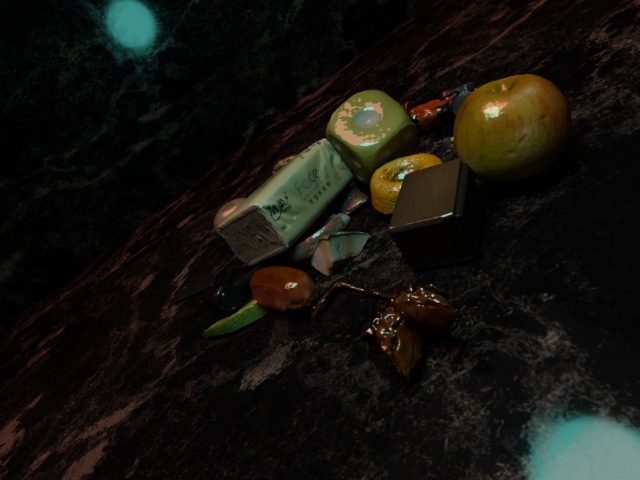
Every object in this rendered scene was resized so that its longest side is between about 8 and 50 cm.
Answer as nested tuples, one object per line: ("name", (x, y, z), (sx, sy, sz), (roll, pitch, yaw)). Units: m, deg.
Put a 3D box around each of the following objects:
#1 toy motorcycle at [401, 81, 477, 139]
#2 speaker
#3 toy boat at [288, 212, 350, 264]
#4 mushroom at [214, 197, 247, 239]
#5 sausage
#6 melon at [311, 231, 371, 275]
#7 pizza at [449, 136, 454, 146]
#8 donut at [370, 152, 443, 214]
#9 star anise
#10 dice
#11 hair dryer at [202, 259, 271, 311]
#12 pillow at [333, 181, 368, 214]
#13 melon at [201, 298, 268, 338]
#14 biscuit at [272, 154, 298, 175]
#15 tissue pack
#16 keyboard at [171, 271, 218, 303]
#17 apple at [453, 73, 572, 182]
("toy motorcycle", (0.429, -0.470, 1.464), (0.221, 0.147, 0.326), (-29, 14, -36))
("speaker", (0.289, -0.064, 0.996), (0.193, 0.153, 0.230), (-13, 36, 34))
("toy boat", (0.000, 0.000, 1.298), (0.227, 0.085, 0.155), (-36, 11, -12))
("mushroom", (-0.328, -0.077, 1.683), (0.206, 0.209, 0.206), (-63, -4, -8))
("sausage", (-0.107, 0.137, 1.161), (0.258, 0.133, 0.133), (4, 48, 50))
("melon", (0.051, 0.022, 1.180), (0.203, 0.139, 0.093), (-31, 52, 5))
("pizza", (0.515, -0.318, 1.226), (0.134, 0.056, 0.271), (-39, 27, -22))
("donut", (0.273, -0.173, 1.231), (0.254, 0.118, 0.253), (-14, 34, 9))
("star anise", (0.133, 0.164, 0.841), (0.347, 0.148, 0.237), (0, 42, 33))
("dice", (0.175, -0.348, 1.378), (0.227, 0.233, 0.238), (-41, 62, -5))
("hair dryer", (-0.270, 0.149, 1.361), (0.251, 0.089, 0.197), (-35, 11, -29))
("pillow", (0.102, -0.147, 1.436), (0.118, 0.043, 0.185), (-35, 33, 7))
("melon", (-0.283, 0.246, 1.269), (0.262, 0.053, 0.114), (-28, 22, 14))
("biscuit", (-0.086, -0.278, 1.658), (0.226, 0.226, 0.042), (-22, 53, 24))
("tissue pack", (-0.122, -0.132, 1.405), (0.332, 0.205, 0.405), (-20, 25, 52))
("keyboard", (-0.507, 0.196, 1.611), (0.231, 0.023, 0.072), (-25, 38, 21))
("apple", (0.471, -0.280, 1.008), (0.286, 0.232, 0.286), (-18, 24, 8))
